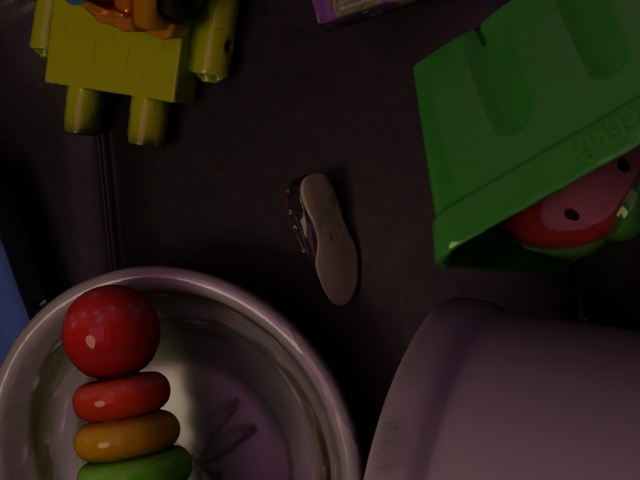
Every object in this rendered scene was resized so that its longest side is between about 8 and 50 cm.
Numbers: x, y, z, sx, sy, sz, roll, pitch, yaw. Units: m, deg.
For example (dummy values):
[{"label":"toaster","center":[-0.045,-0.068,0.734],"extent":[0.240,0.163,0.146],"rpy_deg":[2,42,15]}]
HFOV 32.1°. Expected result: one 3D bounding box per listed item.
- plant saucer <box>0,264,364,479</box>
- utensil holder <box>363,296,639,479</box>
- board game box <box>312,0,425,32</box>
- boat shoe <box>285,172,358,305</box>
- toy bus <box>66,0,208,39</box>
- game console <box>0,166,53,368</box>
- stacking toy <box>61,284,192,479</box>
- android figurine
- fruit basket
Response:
[{"label":"plant saucer","center":[-0.140,0.218,1.118],"extent":[0.400,0.100,0.400],"rpy_deg":[2,97,16]},{"label":"utensil holder","center":[0.254,0.228,0.774],"extent":[0.385,0.327,0.327],"rpy_deg":[8,95,22]},{"label":"board game box","center":[0.136,-0.334,0.971],"extent":[0.347,0.056,0.208],"rpy_deg":[-16,83,8]},{"label":"boat shoe","center":[0.002,0.000,1.096],"extent":[0.042,0.049,0.133],"rpy_deg":[-10,97,57]},{"label":"toy bus","center":[-0.204,-0.286,1.006],"extent":[0.149,0.211,0.220],"rpy_deg":[30,125,24]},{"label":"game console","center":[-0.450,0.120,1.181],"extent":[0.342,0.060,0.386],"rpy_deg":[-18,84,-19]},{"label":"stacking toy","center":[-0.175,0.204,1.012],"extent":[0.141,0.141,0.330],"rpy_deg":[-12,88,24]},{"label":"android figurine","center":[-0.200,-0.239,1.169],"extent":[0.248,0.056,0.273],"rpy_deg":[10,96,24]},{"label":"fruit basket","center":[0.296,-0.040,0.849],"extent":[0.392,0.283,0.392],"rpy_deg":[-2,86,33]}]
